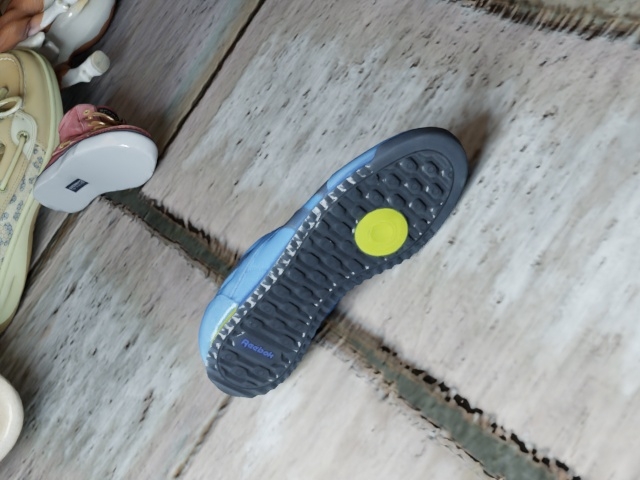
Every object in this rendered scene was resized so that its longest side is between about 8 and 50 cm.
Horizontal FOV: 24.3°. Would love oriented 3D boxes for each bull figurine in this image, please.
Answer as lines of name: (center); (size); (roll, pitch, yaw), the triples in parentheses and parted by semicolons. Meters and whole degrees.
bull figurine: (-0.242, -0.267, 1.510); (0.188, 0.101, 0.310); (-10, 52, 51)

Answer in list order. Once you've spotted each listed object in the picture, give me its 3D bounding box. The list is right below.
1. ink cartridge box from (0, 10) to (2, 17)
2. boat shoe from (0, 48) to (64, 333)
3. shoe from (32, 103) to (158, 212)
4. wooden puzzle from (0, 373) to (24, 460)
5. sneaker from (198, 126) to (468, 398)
ink cartridge box: (-0.415, -0.301, 1.634); (0.072, 0.307, 0.303); (-17, 33, -1)
boat shoe: (-0.304, -0.054, 1.336); (0.104, 0.089, 0.285); (-12, 63, 35)
shoe: (-0.188, -0.085, 1.272); (0.178, 0.063, 0.081); (-22, 48, 53)
wooden puzzle: (-0.405, 0.225, 1.192); (0.322, 0.080, 0.348); (20, 68, 49)
sneaker: (0.000, 0.000, 0.886); (0.209, 0.069, 0.082); (-46, 26, 18)
